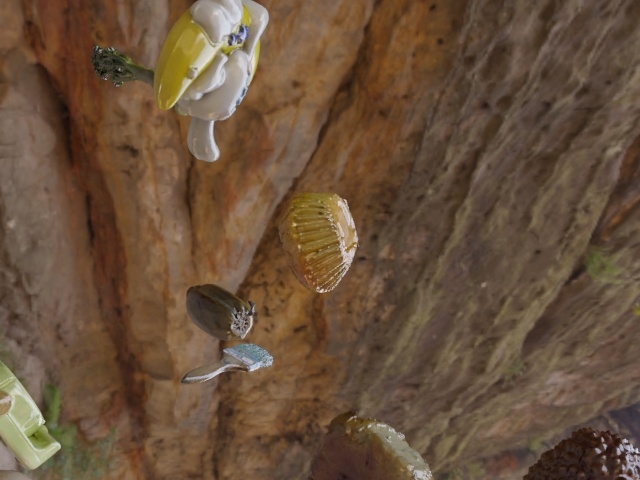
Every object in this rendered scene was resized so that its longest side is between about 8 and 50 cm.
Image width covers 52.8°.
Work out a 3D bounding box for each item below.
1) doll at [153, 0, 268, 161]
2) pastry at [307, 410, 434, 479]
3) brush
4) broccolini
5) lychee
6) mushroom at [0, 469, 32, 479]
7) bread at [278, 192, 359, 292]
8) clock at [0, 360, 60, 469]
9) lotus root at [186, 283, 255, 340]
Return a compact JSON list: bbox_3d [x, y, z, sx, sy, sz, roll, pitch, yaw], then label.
[{"bbox_3d":[-0.160,-0.256,0.975,0.252,0.111,0.237,-65,170,-1],"label":"doll"},{"bbox_3d":[0.074,0.383,1.010,0.100,0.218,0.228,19,50,-48],"label":"pastry"},{"bbox_3d":[-0.151,0.198,1.013,0.196,0.070,0.021,-10,120,-58],"label":"brush"},{"bbox_3d":[-0.371,-0.317,1.301,0.392,0.079,0.073,39,-58,44],"label":"broccolini"},{"bbox_3d":[0.442,0.425,1.038,0.271,0.272,0.271,175,-90,-85],"label":"lychee"},{"bbox_3d":[-0.592,0.537,1.175,0.226,0.178,0.226,177,-90,-77],"label":"mushroom"},{"bbox_3d":[-0.004,0.002,1.432,0.240,0.139,0.239,-15,90,-74],"label":"bread"},{"bbox_3d":[-0.727,0.364,1.460,0.235,0.096,0.308,12,-50,46],"label":"clock"},{"bbox_3d":[-0.280,0.195,1.764,0.241,0.124,0.122,22,-60,45],"label":"lotus root"}]
